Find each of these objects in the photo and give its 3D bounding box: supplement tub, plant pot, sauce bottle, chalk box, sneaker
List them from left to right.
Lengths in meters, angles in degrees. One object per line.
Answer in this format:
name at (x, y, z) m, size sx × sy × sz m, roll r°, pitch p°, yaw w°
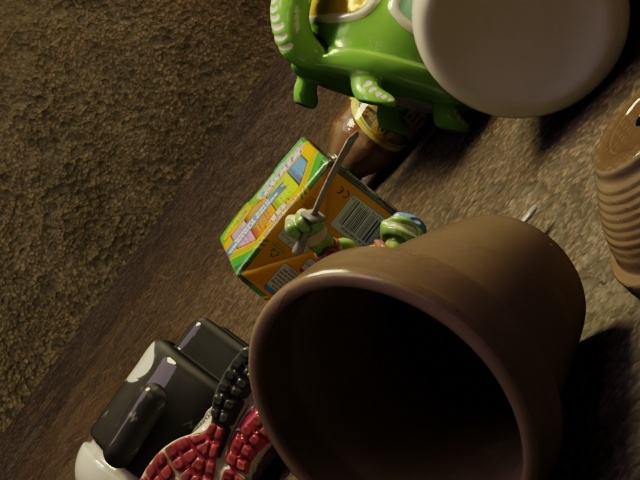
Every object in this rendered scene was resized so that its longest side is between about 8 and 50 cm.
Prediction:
sneaker at (-0.099, 0.247, 1.888) m, size 0.299 × 0.121 × 0.112 m, roll -51°, pitch -16°, yaw 7°
chalk box at (0.000, 0.000, 2.017) m, size 0.179 × 0.180 × 0.289 m, roll -51°, pitch 12°, yaw 3°
sauce bottle at (0.092, -0.179, 2.328) m, size 0.344 × 0.111 × 0.111 m, roll -53°, pitch 13°, yaw 1°
plant pot at (0.107, 0.092, 1.360) m, size 0.263 × 0.263 × 0.229 m, roll -39°, pitch 1°, yaw 42°
supplement tub at (0.234, -0.310, 1.915) m, size 0.241 × 0.241 × 0.331 m, roll -45°, pitch 15°, yaw 26°
plant pot at (0.306, -0.070, 1.346) m, size 0.237 × 0.110 × 0.237 m, roll -47°, pitch 14°, yaw 16°

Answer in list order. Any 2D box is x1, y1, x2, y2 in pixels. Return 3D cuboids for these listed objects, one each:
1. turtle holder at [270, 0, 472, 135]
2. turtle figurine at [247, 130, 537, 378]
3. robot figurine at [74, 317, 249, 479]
turtle holder at (0.068, -0.279, 2.149) m, size 0.243 × 0.320 × 0.227 m, roll 170°, pitch 114°, yaw -82°
turtle figurine at (0.042, 0.049, 1.719) m, size 0.266 × 0.198 × 0.275 m, roll -62°, pitch 13°, yaw -23°
robot figurine at (-0.178, 0.236, 2.001) m, size 0.278 × 0.209 × 0.173 m, roll -55°, pitch 28°, yaw -2°
